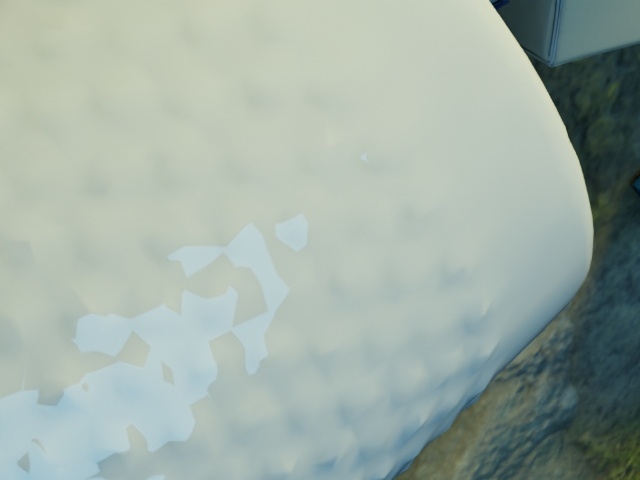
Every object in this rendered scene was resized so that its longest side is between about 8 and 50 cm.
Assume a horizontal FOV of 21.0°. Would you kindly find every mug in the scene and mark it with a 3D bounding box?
[{"bbox_3d":[-0.127,0.036,0.662,0.328,0.374,0.276,-43,97,-17],"label":"mug"}]

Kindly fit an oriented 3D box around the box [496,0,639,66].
[{"bbox_3d":[0.207,-0.182,0.926,0.275,0.094,0.113,-15,125,-29],"label":"box"}]

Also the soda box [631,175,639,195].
[{"bbox_3d":[0.285,0.004,1.121,0.071,0.067,0.210,-48,134,-1],"label":"soda box"}]

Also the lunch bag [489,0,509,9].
[{"bbox_3d":[0.045,-0.138,0.730,0.176,0.219,0.090,-31,90,-21],"label":"lunch bag"}]
